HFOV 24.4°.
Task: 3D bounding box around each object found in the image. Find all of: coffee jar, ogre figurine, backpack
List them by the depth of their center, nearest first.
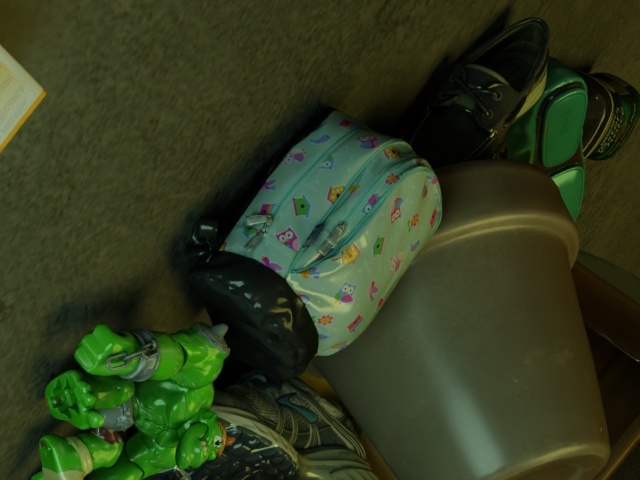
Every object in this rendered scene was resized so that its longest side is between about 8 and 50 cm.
[{"bbox_3d":[-0.124,0.114,0.980,0.118,0.097,0.197,-17,127,-35],"label":"ogre figurine"},{"bbox_3d":[0.000,0.000,1.046,0.182,0.115,0.152,-52,159,-20],"label":"backpack"},{"bbox_3d":[0.281,-0.132,1.584,0.096,0.079,0.184,-61,161,17],"label":"coffee jar"}]

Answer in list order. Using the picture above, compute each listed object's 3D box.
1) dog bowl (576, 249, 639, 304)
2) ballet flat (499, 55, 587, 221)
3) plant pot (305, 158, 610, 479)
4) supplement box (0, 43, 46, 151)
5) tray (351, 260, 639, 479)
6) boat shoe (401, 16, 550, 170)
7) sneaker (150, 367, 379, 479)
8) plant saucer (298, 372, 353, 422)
[{"bbox_3d":[0.319,0.114,1.819,0.265,0.265,0.104,-26,144,-57],"label":"dog bowl"},{"bbox_3d":[0.217,-0.089,1.468,0.083,0.087,0.247,-20,141,-15],"label":"ballet flat"},{"bbox_3d":[0.115,0.101,1.182,0.263,0.229,0.263,-18,155,-9],"label":"plant pot"},{"bbox_3d":[-0.164,-0.066,0.631,0.062,0.036,0.098,-53,162,-7],"label":"supplement box"},{"bbox_3d":[0.210,0.164,1.467,0.411,0.203,0.076,-34,154,-49],"label":"tray"},{"bbox_3d":[0.129,-0.117,1.236,0.223,0.080,0.073,-46,155,-41],"label":"boat shoe"},{"bbox_3d":[-0.058,0.157,1.225,0.110,0.122,0.283,-28,148,19],"label":"sneaker"},{"bbox_3d":[0.084,0.090,1.478,0.333,0.081,0.333,-58,161,9],"label":"plant saucer"}]
